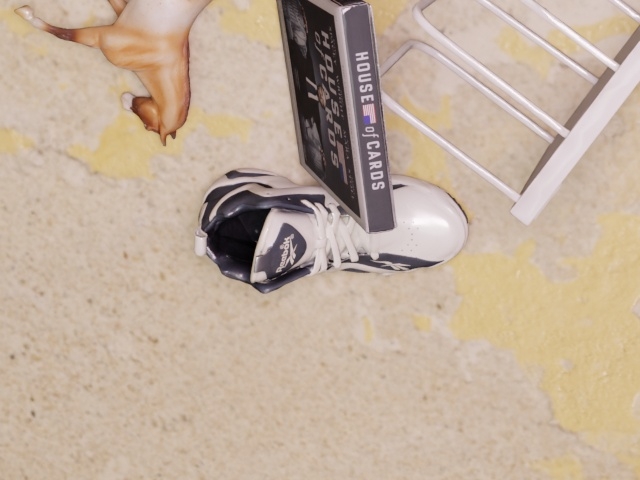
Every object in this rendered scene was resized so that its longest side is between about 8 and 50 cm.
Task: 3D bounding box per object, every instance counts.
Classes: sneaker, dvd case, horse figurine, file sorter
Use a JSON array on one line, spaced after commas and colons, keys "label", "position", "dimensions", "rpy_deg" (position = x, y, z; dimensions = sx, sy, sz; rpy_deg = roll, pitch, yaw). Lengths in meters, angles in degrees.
[{"label": "sneaker", "position": [0.000, 0.000, 1.642], "dimensions": [0.235, 0.153, 0.094], "rpy_deg": [12, 113, 10]}, {"label": "dvd case", "position": [0.009, -0.121, 1.560], "dimensions": [0.029, 0.239, 0.179], "rpy_deg": [-11, 107, -10]}, {"label": "horse figurine", "position": [-0.144, -0.225, 1.649], "dimensions": [0.174, 0.066, 0.263], "rpy_deg": [37, 116, 6]}, {"label": "file sorter", "position": [0.188, -0.191, 1.508], "dimensions": [0.173, 0.193, 0.278], "rpy_deg": [36, 114, 3]}]
